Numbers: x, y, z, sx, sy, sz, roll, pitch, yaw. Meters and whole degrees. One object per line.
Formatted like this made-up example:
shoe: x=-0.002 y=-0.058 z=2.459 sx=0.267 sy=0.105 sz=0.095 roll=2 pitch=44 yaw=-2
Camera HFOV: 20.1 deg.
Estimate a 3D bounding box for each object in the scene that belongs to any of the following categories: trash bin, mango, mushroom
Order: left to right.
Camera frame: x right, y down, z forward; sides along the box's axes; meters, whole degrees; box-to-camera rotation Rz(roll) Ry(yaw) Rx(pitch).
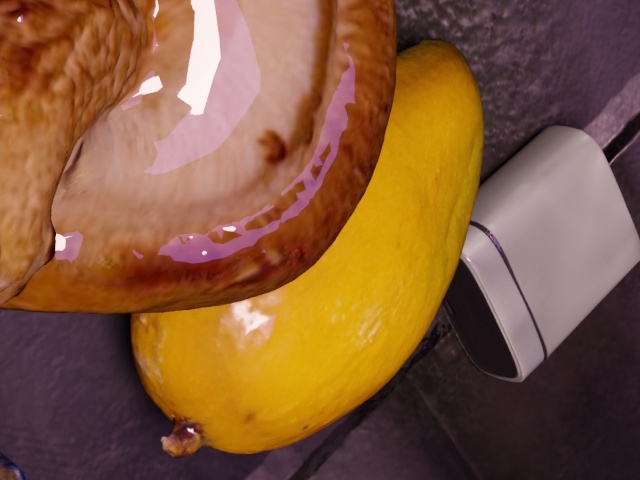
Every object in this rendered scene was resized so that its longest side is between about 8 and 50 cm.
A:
mushroom: x=-0.109 y=-0.100 z=0.839 sx=0.345 sy=0.259 sz=0.345 roll=-1 pitch=93 yaw=-23
mango: x=0.000 y=0.000 z=1.040 sx=0.317 sy=0.119 sz=0.176 roll=-48 pitch=120 yaw=-30
trash bin: x=0.138 y=0.008 z=1.172 sx=0.130 sy=0.059 sz=0.116 roll=-41 pitch=121 yaw=-25

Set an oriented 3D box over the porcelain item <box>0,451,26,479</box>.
porcelain item: x=-0.267 y=0.059 z=0.761 sx=0.288 sy=0.186 sz=0.138 roll=39 pitch=73 yaw=-34
